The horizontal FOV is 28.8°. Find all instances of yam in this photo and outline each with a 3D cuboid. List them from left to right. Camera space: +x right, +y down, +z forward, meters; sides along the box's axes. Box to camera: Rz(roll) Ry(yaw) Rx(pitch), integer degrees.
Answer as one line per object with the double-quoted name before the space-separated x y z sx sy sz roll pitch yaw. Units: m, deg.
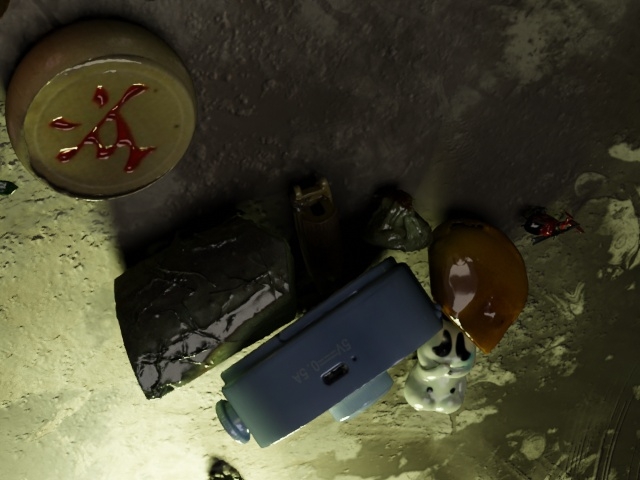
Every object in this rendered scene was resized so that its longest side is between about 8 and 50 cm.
"yam" -0.162 0.084 1.844 0.271 0.202 0.201 -22 98 -2

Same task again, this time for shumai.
"shumai" 0.124 -0.036 1.963 0.123 0.099 0.087 -10 113 -49

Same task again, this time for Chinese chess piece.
"Chinese chess piece" -0.286 -0.170 1.634 0.249 0.103 0.250 -13 134 -14

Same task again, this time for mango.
"mango" 0.258 0.059 2.074 0.166 0.136 0.236 -46 129 -4

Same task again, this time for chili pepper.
"chili pepper" -0.464 -0.084 1.665 0.055 0.035 0.118 -29 133 23

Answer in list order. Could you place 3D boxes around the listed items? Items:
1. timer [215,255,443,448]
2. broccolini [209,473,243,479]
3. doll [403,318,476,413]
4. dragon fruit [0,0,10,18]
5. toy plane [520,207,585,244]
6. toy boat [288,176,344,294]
"timer" 0.014 0.189 1.909 0.395 0.173 0.395 -35 178 -1
"broccolini" -0.141 0.473 2.290 0.052 0.054 0.194 -50 136 -7
"doll" 0.215 0.223 2.205 0.110 0.107 0.181 9 126 -8
"dragon fruit" -0.441 -0.220 1.369 0.228 0.329 0.286 1 126 -35
"toy plane" 0.393 -0.025 2.119 0.145 0.060 0.037 -6 131 -42
"toy boat" 0.000 0.000 1.926 0.068 0.088 0.226 -20 132 -11
